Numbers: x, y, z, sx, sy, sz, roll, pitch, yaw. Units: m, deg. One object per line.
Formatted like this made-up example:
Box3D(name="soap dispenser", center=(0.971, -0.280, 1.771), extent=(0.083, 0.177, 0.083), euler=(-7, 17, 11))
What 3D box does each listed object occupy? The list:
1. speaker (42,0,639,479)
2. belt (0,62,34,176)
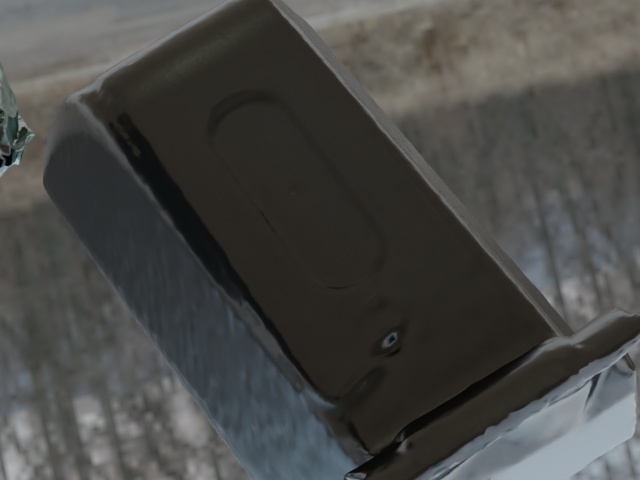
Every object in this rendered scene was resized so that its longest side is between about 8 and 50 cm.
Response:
Box3D(name="speaker", center=(0.000, 0.000, 0.965), extent=(0.180, 0.388, 0.184), euler=(-32, 144, -11))
Box3D(name="belt", center=(-0.249, -0.069, 0.877), extent=(0.150, 0.207, 0.257), euler=(-42, 175, 15))
